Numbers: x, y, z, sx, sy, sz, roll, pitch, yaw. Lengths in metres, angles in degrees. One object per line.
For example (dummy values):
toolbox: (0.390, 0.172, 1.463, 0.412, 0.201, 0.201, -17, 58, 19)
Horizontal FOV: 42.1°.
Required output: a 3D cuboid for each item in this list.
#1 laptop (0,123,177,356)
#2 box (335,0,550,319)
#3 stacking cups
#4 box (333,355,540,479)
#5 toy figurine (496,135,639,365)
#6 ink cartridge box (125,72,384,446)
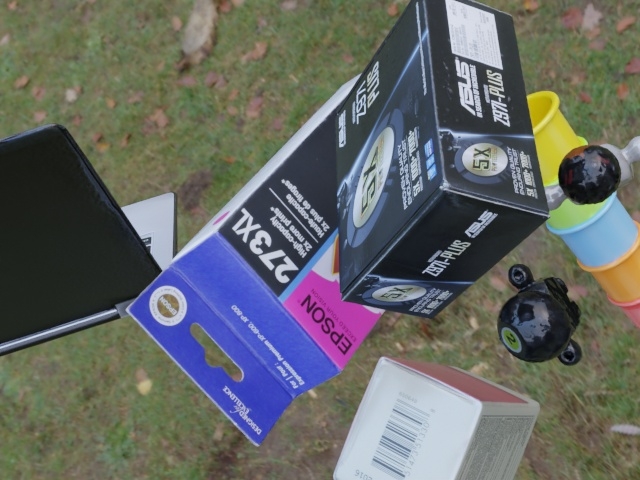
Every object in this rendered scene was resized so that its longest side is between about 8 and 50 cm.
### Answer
laptop: (-0.353, -0.007, 0.782, 0.382, 0.236, 0.408, -17, 26, -1)
box: (0.075, -0.060, 0.588, 0.147, 0.078, 0.180, 129, 148, -51)
stacking cups: (0.298, -0.016, 0.924, 0.096, 0.316, 0.096, -33, 24, 17)
box: (0.140, 0.226, 0.944, 0.127, 0.232, 0.148, 22, 90, 31)
toy figurine: (0.268, 0.025, 0.685, 0.213, 0.148, 0.209, 21, 103, 22)
ink cartridge box: (0.000, 0.000, 0.807, 0.069, 0.176, 0.371, -22, 23, 54)
